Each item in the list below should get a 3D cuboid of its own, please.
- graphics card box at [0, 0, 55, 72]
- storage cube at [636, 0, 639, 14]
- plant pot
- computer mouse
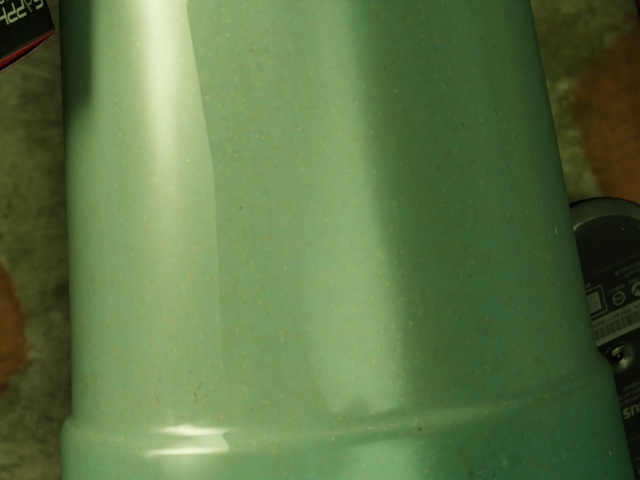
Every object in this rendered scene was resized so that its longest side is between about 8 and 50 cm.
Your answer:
[{"bbox_3d":[-0.300,-0.247,0.937,0.233,0.094,0.371,-8,109,25],"label":"graphics card box"},{"bbox_3d":[0.316,-0.123,1.131,0.215,0.193,0.183,-16,105,-10],"label":"storage cube"},{"bbox_3d":[0.000,0.000,1.019,0.341,0.341,0.334,-7,95,-13],"label":"plant pot"},{"bbox_3d":[0.177,0.086,1.207,0.188,0.072,0.272,-19,118,-12],"label":"computer mouse"}]
